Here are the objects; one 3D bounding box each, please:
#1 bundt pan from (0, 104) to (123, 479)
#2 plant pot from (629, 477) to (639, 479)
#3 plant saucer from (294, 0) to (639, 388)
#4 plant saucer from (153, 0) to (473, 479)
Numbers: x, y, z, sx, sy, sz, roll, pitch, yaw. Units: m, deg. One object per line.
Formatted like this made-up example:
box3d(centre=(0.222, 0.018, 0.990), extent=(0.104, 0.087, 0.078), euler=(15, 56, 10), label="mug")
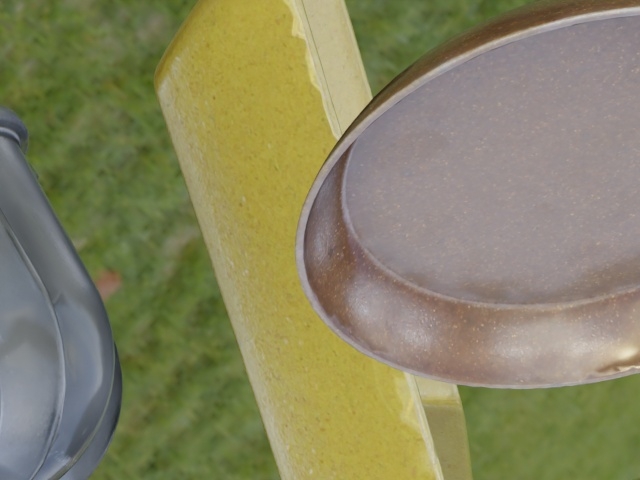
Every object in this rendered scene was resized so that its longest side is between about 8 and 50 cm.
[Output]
box3d(centre=(-0.203, 0.099, 0.618), extent=(0.331, 0.124, 0.331), euler=(-39, 170, -8), label="bundt pan")
box3d(centre=(0.185, 0.240, 0.900), extent=(0.275, 0.275, 0.293), euler=(-52, 156, 3), label="plant pot")
box3d(centre=(0.075, -0.015, 0.489), extent=(0.168, 0.029, 0.168), euler=(-5, 142, -4), label="plant saucer")
box3d(centre=(0.000, 0.000, 0.884), extent=(0.081, 0.332, 0.333), euler=(-16, -168, 7), label="plant saucer")
